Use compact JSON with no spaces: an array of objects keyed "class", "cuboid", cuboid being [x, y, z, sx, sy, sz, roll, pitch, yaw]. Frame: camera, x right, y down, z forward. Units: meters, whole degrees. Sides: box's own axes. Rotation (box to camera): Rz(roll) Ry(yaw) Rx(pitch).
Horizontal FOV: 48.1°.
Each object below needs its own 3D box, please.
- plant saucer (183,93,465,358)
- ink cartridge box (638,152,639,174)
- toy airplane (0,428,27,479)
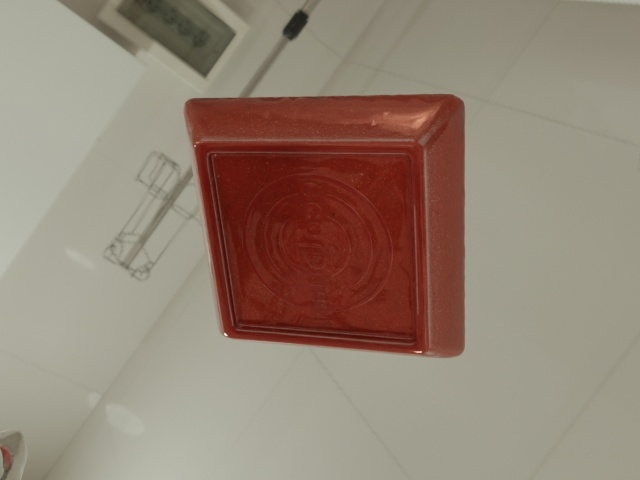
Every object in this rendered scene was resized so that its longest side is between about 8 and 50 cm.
[{"class":"plant saucer","cuboid":[0.000,0.000,0.659,0.259,0.259,0.048,2,-155,16]},{"class":"ink cartridge box","cuboid":[0.313,-0.078,0.414,0.153,0.087,0.208,19,167,-5]},{"class":"toy airplane","cuboid":[-0.377,0.199,0.445,0.384,0.386,0.272,36,160,-32]}]
